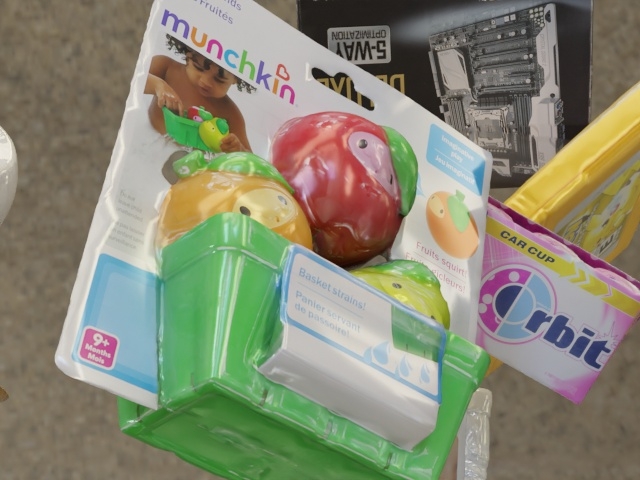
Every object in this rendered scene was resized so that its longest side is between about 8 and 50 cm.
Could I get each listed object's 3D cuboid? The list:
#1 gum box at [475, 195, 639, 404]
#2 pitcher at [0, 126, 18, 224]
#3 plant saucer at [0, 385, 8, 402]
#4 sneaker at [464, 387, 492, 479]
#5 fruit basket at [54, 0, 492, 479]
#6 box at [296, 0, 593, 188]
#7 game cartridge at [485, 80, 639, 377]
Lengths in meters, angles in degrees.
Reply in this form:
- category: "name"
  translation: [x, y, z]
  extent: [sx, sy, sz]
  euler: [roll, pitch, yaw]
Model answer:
- category: "gum box"
  translation: [0.171, 0.045, 1.301]
  extent: [0.188, 0.062, 0.107]
  euler: [30, 104, -2]
- category: "pitcher"
  translation: [-0.381, -0.023, 1.419]
  extent: [0.178, 0.125, 0.207]
  euler: [-10, 149, -50]
- category: "plant saucer"
  translation: [-0.423, 0.181, 1.908]
  extent: [0.083, 0.015, 0.083]
  euler: [18, 152, 10]
- category: "sneaker"
  translation: [0.021, 0.205, 1.325]
  extent: [0.293, 0.169, 0.108]
  euler: [6, 166, -24]
- category: "fruit basket"
  translation: [0.000, 0.000, 1.083]
  extent: [0.327, 0.353, 0.165]
  euler: [31, 146, -27]
- category: "box"
  translation: [0.132, -0.175, 1.665]
  extent: [0.308, 0.076, 0.242]
  euler: [-2, 115, 1]
- category: "game cartridge"
  translation: [0.241, 0.000, 1.582]
  extent: [0.324, 0.053, 0.285]
  euler: [-41, 158, -31]
